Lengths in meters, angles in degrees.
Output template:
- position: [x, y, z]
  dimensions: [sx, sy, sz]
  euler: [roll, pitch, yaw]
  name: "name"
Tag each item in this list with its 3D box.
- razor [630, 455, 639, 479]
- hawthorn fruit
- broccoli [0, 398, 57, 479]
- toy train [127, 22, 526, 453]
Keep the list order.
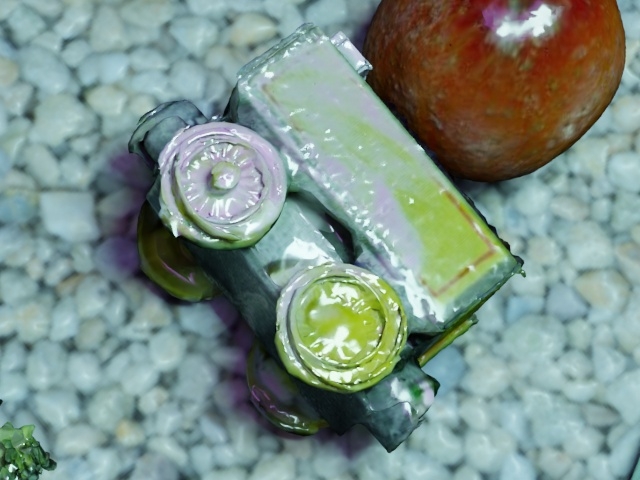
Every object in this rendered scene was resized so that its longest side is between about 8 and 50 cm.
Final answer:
- position: [0.341, 0.181, 1.224]
  dimensions: [0.277, 0.056, 0.111]
  euler: [26, 68, -2]
  name: "razor"
- position: [0.114, -0.123, 1.217]
  dimensions: [0.172, 0.173, 0.173]
  euler: [3, 72, -11]
  name: "hawthorn fruit"
- position: [-0.336, 0.055, 1.062]
  dimensions: [0.252, 0.221, 0.361]
  euler: [-28, 69, -25]
  name: "broccoli"
- position: [0.000, 0.000, 1.171]
  dimensions: [0.177, 0.134, 0.261]
  euler: [-37, 83, -20]
  name: "toy train"
